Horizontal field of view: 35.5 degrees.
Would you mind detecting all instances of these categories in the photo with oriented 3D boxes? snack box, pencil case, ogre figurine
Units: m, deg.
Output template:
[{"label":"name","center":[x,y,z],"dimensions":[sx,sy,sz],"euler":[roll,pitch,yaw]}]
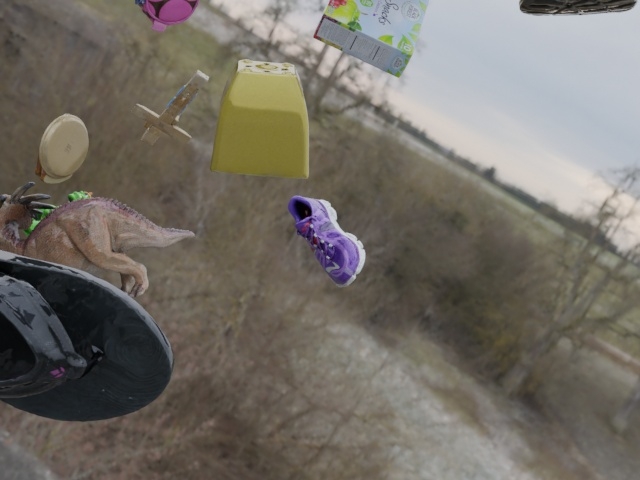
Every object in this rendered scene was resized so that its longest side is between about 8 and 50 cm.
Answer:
[{"label":"snack box","center":[0.058,-0.242,1.057],"dimensions":[0.100,0.037,0.141],"euler":[25,45,-6]},{"label":"pencil case","center":[-0.252,-0.395,1.498],"dimensions":[0.095,0.098,0.209],"euler":[6,30,-28]},{"label":"ogre figurine","center":[-0.445,-0.032,1.739],"dimensions":[0.118,0.097,0.197],"euler":[-14,3,-40]}]

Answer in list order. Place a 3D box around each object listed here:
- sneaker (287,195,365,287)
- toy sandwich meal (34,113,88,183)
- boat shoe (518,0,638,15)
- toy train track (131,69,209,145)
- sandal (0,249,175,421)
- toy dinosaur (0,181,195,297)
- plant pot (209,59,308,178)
[{"label":"sneaker","center":[0.000,0.000,1.391],"dimensions":[0.071,0.068,0.170],"euler":[20,24,-44]},{"label":"toy sandwich meal","center":[-0.307,-0.109,1.175],"dimensions":[0.029,0.086,0.085],"euler":[19,0,27]},{"label":"boat shoe","center":[0.259,-0.298,0.986],"dimensions":[0.122,0.120,0.324],"euler":[2,2,10]},{"label":"toy train track","center":[-0.108,-0.100,0.742],"dimensions":[0.048,0.083,0.014],"euler":[31,43,-21]},{"label":"sandal","center":[-0.362,0.075,0.990],"dimensions":[0.445,0.167,0.107],"euler":[26,19,-11]},{"label":"toy dinosaur","center":[-0.324,-0.004,1.290],"dimensions":[0.127,0.295,0.200],"euler":[-47,119,-86]},{"label":"plant pot","center":[-0.047,-0.105,0.837],"dimensions":[0.081,0.083,0.081],"euler":[5,21,-6]}]
